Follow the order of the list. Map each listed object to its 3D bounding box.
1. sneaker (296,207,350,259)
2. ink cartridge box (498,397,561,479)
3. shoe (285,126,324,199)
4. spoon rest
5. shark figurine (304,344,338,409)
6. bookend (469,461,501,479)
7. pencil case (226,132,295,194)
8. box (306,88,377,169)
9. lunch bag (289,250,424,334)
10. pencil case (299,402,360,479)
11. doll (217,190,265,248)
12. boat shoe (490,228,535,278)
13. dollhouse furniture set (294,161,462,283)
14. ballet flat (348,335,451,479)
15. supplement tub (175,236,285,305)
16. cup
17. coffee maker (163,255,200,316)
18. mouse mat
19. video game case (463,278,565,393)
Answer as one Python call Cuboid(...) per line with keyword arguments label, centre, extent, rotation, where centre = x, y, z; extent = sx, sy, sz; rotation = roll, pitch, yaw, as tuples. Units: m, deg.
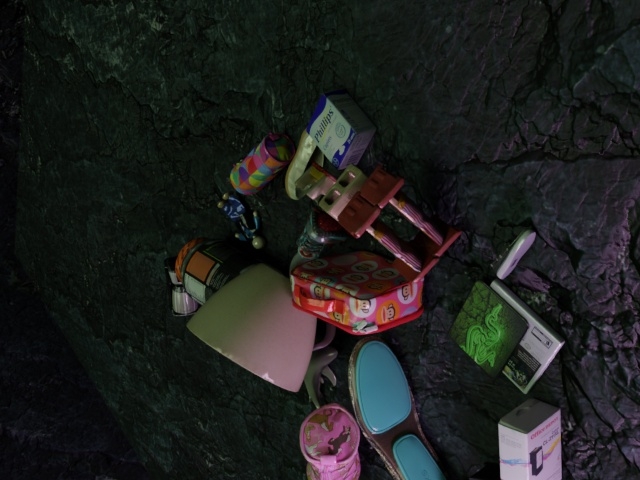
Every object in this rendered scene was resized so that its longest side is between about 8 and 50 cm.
Cuboid(label="sneaker", centre=(0.000, 0.000, 1.892), extent=(0.104, 0.262, 0.125), rotation=(35, 95, 3))
Cuboid(label="ink cartridge box", centre=(0.436, 0.437, 1.642), extent=(0.072, 0.127, 0.175), rotation=(14, 118, 47))
Cuboid(label="shoe", centre=(-0.035, -0.183, 1.983), extent=(0.058, 0.076, 0.219), rotation=(48, 137, 34))
Cuboid(label="spoon rest", centre=(-0.018, 0.157, 2.143), extent=(0.137, 0.084, 0.277), rotation=(-27, 72, 52))
Cuboid(label="shark figurine", centre=(-0.030, 0.404, 2.234), extent=(0.166, 0.116, 0.278), rotation=(27, 125, 44))
Cuboid(label="bookend", centre=(0.384, 0.563, 1.745), extent=(0.156, 0.157, 0.072), rotation=(-12, 97, 53))
Cuboid(label="pencil case", centre=(-0.161, -0.205, 2.118), extent=(0.236, 0.104, 0.105), rotation=(-31, 82, 52))
Cuboid(label="box", centre=(0.046, -0.259, 1.848), extent=(0.137, 0.072, 0.126), rotation=(53, 140, 21))
Cuboid(label="lunch bag", centre=(0.070, 0.119, 1.843), extent=(0.293, 0.258, 0.120), rotation=(18, 117, 48))
Cuboid(label="pencil case", centre=(0.029, 0.561, 2.086), extent=(0.167, 0.160, 0.386), rotation=(52, 164, 26))
Cuboid(label="doll", centre=(-0.224, -0.051, 2.312), extent=(0.189, 0.046, 0.129), rotation=(50, 130, 15))
Cuboid(label="boat shoe", centre=(0.380, 0.021, 1.580), extent=(0.040, 0.049, 0.142), rotation=(50, 142, 25))
Cuboid(label="dollhouse furniture set", centre=(0.117, -0.077, 1.756), extent=(0.201, 0.152, 0.374), rotation=(38, -176, -30))
Cuboid(label="ballet flat", centre=(0.176, 0.477, 1.987), extent=(0.483, 0.164, 0.182), rotation=(65, 159, 3))
Cuboid(label="supplement tub", centre=(-0.268, 0.120, 2.316), extent=(0.338, 0.207, 0.207), rotation=(27, 127, 43))
Cuboid(label="cup", centre=(-0.138, 0.199, 2.018), extent=(0.331, 0.331, 0.237), rotation=(29, 86, 41))
Cuboid(label="coffee maker", centre=(-0.475, 0.144, 2.664), extent=(0.171, 0.120, 0.178), rotation=(23, 124, 45))
Cuboid(label="mouse mat", centre=(0.355, 0.192, 1.692), extent=(0.152, 0.007, 0.190), rotation=(45, 138, 28))
Cuboid(label="video game case", centre=(0.402, 0.202, 1.662), extent=(0.190, 0.022, 0.173), rotation=(46, 137, 27))
